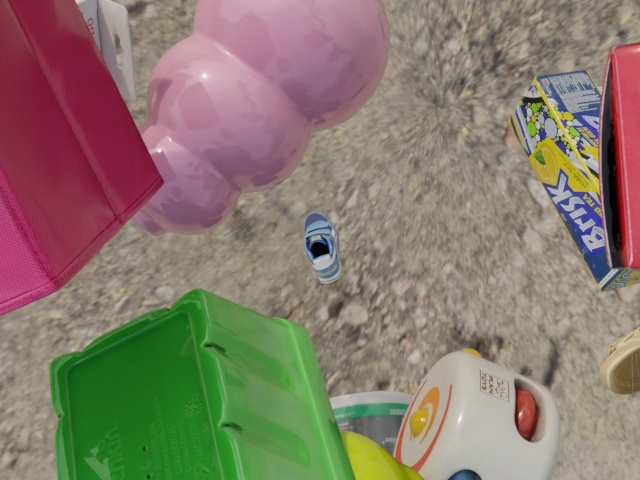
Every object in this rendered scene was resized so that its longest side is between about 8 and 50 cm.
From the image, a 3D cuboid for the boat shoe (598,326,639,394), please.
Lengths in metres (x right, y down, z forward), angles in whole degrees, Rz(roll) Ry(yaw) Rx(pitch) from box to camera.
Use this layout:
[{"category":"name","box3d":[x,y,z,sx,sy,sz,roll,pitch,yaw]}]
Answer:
[{"category":"boat shoe","box3d":[0.412,0.156,1.228,0.059,0.170,0.063,7,109,48]}]

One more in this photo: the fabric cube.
[{"category":"fabric cube","box3d":[-0.300,-0.081,0.646,0.254,0.259,0.258,-19,106,11]}]

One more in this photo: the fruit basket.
[{"category":"fruit basket","box3d":[-0.055,0.262,0.874,0.283,0.392,0.392,-27,94,9]}]

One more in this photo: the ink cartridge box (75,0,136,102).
[{"category":"ink cartridge box","box3d":[-0.263,-0.190,0.876,0.181,0.061,0.104,25,134,26]}]

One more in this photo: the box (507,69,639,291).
[{"category":"box","box3d":[0.213,-0.049,0.720,0.054,0.059,0.168,-11,62,-20]}]

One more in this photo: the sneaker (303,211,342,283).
[{"category":"sneaker","box3d":[0.000,0.000,1.508,0.053,0.144,0.059,-25,137,9]}]

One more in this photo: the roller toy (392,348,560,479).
[{"category":"roller toy","box3d":[0.171,0.230,1.071,0.146,0.191,0.209,24,81,-7]}]

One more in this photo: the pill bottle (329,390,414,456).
[{"category":"pill bottle","box3d":[0.080,0.414,1.316,0.204,0.204,0.361,-10,63,9]}]

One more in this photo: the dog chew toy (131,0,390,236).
[{"category":"dog chew toy","box3d":[-0.080,-0.144,0.950,0.207,0.206,0.331,38,86,1]}]

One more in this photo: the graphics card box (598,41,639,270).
[{"category":"graphics card box","box3d":[0.314,-0.044,0.380,0.371,0.233,0.094,-3,89,21]}]
